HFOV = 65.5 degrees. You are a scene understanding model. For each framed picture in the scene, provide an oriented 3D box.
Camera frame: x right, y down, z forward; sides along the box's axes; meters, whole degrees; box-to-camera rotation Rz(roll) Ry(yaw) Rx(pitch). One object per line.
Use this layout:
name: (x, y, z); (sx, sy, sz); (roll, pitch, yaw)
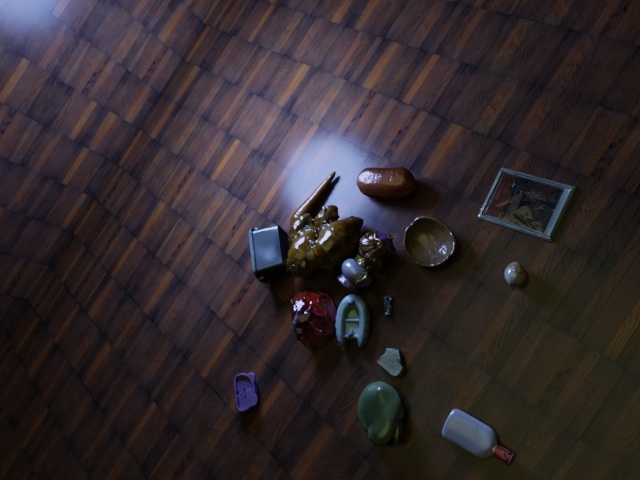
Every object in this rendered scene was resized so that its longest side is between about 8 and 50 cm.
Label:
framed picture: (0.726, -0.134, 1.763); (0.273, 0.016, 0.217); (23, 85, 34)

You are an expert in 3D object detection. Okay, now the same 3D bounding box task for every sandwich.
sandwich: (0.268, 0.443, 1.808); (0.093, 0.035, 0.105); (-51, 57, 4)

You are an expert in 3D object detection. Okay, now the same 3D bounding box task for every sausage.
sausage: (0.261, -0.229, 2.000); (0.258, 0.133, 0.133); (7, 77, 30)

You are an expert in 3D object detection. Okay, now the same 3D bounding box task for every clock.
clock: (-0.297, 0.624, 2.059); (0.110, 0.050, 0.153); (-22, 63, 22)

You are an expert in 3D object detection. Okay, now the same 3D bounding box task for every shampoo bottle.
shampoo bottle: (0.505, 0.638, 1.593); (0.220, 0.051, 0.108); (24, 83, 34)

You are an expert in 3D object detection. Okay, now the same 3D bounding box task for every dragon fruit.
dragon fruit: (-0.022, 0.289, 1.975); (0.161, 0.126, 0.274); (-20, 64, 23)

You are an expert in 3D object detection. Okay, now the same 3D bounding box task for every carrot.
carrot: (-0.039, -0.172, 2.190); (0.069, 0.069, 0.336); (36, 89, 34)

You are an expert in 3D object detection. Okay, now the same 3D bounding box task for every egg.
egg: (0.658, 0.112, 1.682); (0.071, 0.071, 0.083); (-12, 64, 26)

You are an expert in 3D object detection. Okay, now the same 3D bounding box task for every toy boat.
toy boat: (0.121, 0.308, 1.906); (0.134, 0.079, 0.208); (1, 76, 20)

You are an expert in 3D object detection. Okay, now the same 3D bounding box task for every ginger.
ginger: (0.010, 0.000, 2.052); (0.357, 0.152, 0.274); (-18, 53, 24)

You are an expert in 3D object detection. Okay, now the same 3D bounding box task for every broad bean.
broad bean: (0.216, 0.609, 1.745); (0.169, 0.100, 0.228); (-34, 57, 7)

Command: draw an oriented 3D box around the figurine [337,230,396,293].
figurine: (0.184, 0.076, 1.921); (0.263, 0.142, 0.189); (-51, 22, 8)

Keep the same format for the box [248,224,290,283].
box: (-0.211, 0.052, 2.157); (0.135, 0.163, 0.244); (-17, 64, 14)

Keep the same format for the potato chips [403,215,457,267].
potato chips: (0.413, 0.008, 1.865); (0.208, 0.062, 0.196); (3, 80, 29)

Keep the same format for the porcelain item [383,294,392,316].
porcelain item: (0.256, 0.247, 1.891); (0.036, 0.028, 0.083); (-1, 70, 12)
